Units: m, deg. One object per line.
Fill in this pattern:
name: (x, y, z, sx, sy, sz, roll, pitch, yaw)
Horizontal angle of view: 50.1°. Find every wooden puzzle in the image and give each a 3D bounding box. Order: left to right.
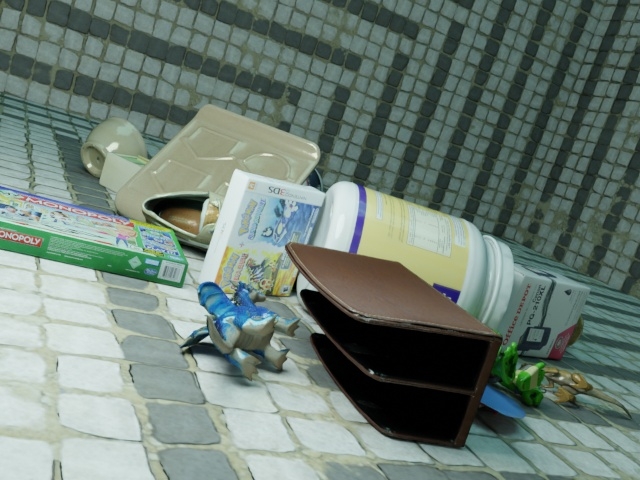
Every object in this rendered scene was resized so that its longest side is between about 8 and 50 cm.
wooden puzzle: (-0.213, -0.122, 1.480, 0.322, 0.348, 0.080, 22, -34, 16)

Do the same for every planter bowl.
planter bowl: (-0.540, -0.223, 1.753, 0.162, 0.162, 0.109, 22, 37, 20)

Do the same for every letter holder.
letter holder: (0.057, 0.124, 0.927, 0.214, 0.152, 0.302, 13, 11, -22)

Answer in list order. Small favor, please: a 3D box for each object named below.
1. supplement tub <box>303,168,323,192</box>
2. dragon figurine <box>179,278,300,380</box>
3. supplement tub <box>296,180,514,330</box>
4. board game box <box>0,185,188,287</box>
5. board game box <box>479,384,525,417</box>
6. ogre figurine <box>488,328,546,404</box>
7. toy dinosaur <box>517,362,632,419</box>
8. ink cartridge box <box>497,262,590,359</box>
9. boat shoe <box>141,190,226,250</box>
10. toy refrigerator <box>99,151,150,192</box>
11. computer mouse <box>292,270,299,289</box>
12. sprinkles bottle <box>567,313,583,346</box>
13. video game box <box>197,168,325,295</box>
supplement tub: (-0.102, -0.149, 1.998, 0.191, 0.191, 0.272, 21, 10, 10)
dragon figurine: (-0.121, 0.105, 0.862, 0.144, 0.085, 0.289, 20, 5, 20)
supplement tub: (0.145, 0.051, 1.219, 0.331, 0.241, 0.241, 17, 10, -10)
board game box: (-0.388, -0.010, 1.121, 0.317, 0.046, 0.213, 15, 11, -23)
board game box: (0.214, 0.227, 1.003, 0.168, 0.033, 0.133, 27, 7, 16)
ogre figurine: (0.273, 0.193, 1.091, 0.197, 0.097, 0.118, 19, 0, -41)
toy dinosaur: (0.452, 0.255, 1.200, 0.211, 0.064, 0.112, 23, 9, 20)
ink cartridge box: (0.429, 0.146, 1.429, 0.237, 0.172, 0.100, 12, 12, -36)
boat shoe: (-0.195, -0.031, 1.289, 0.302, 0.113, 0.103, 4, -16, 15)
toy refrigerator: (-0.395, -0.131, 1.633, 0.269, 0.094, 0.102, 24, 11, 31)
computer mouse: (-0.016, 0.027, 1.400, 0.188, 0.072, 0.272, 49, 24, 16)
sprinkles bottle: (0.576, 0.173, 1.716, 0.121, 0.121, 0.355, 21, 10, 12)
video game box: (-0.098, -0.006, 1.179, 0.187, 0.205, 0.048, 8, 16, -44)
